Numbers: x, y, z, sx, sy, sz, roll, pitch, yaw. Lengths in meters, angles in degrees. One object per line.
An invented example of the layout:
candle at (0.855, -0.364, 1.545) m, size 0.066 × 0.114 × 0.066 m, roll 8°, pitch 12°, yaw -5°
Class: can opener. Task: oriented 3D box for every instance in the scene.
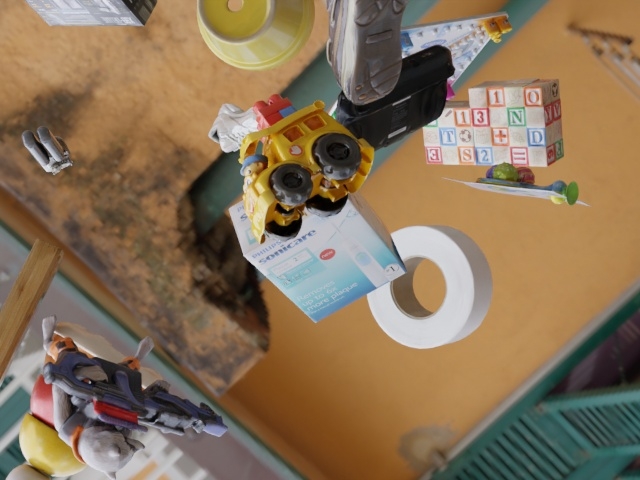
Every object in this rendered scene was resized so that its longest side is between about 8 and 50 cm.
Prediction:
can opener at (-0.683, -0.231, 2.470) m, size 0.280 × 0.074 × 0.093 m, roll 106°, pitch 144°, yaw -81°

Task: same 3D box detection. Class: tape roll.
tape roll at (0.248, 0.103, 2.285) m, size 0.286 × 0.286 × 0.100 m, roll 49°, pitch -152°, yaw 23°

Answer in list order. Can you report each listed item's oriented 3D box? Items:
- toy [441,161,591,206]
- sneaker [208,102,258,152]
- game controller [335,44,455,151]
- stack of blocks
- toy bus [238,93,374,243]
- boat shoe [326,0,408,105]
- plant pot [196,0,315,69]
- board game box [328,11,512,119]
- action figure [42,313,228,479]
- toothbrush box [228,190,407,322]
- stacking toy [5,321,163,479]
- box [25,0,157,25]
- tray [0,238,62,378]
toy at (0.355, -0.108, 1.779) m, size 0.237 × 0.056 × 0.137 m, roll 16°, pitch -177°, yaw 43°
sneaker at (-0.179, -0.251, 2.325) m, size 0.090 × 0.115 × 0.232 m, roll 43°, pitch 162°, yaw -34°
game controller at (0.138, -0.256, 1.848) m, size 0.067 × 0.166 × 0.319 m, roll 38°, pitch -135°, yaw 26°
stack of blocks at (0.368, -0.255, 2.145) m, size 0.087 × 0.297 × 0.171 m, roll -27°, pitch -66°, yaw -48°
toy bus at (-0.058, -0.132, 1.598) m, size 0.211 × 0.220 × 0.149 m, roll 50°, pitch 153°, yaw 16°
boat shoe at (0.064, -0.390, 1.577) m, size 0.132 × 0.355 × 0.130 m, roll -17°, pitch -136°, yaw -33°
plant pot at (-0.153, -0.490, 2.092) m, size 0.254 × 0.254 × 0.239 m, roll 46°, pitch -169°, yaw 1°
board game box at (0.257, -0.438, 2.580) m, size 0.050 × 0.390 × 0.390 m, roll 66°, pitch 150°, yaw 17°
action figure at (-0.344, 0.282, 1.692) m, size 0.341 × 0.178 × 0.330 m, roll 29°, pitch -161°, yaw -25°
toothbrush box at (0.000, 0.000, 1.863) m, size 0.295 × 0.216 × 0.126 m, roll 49°, pitch -165°, yaw -49°
stacking toy at (-0.653, 0.480, 2.543) m, size 0.351 × 0.479 × 0.350 m, roll 31°, pitch 167°, yaw 8°
box at (-0.537, -0.561, 2.111) m, size 0.308 × 0.076 × 0.242 m, roll 8°, pitch 156°, yaw 34°
tray at (-0.770, 0.199, 2.503) m, size 0.076 × 0.410 × 0.203 m, roll 25°, pitch 171°, yaw -10°
